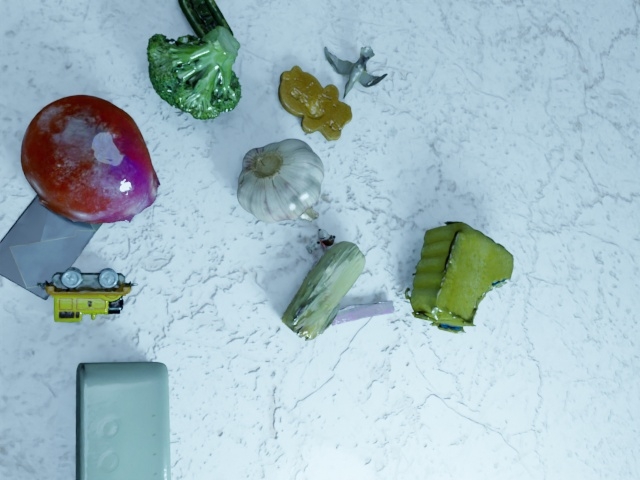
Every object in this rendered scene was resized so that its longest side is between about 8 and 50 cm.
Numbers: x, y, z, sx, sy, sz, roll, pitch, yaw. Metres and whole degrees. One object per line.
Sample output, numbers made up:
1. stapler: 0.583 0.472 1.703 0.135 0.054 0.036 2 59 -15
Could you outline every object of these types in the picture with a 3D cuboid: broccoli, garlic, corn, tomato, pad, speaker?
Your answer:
1. broccoli: -0.317 -0.444 1.389 0.269 0.242 0.261 32 46 -43
2. garlic: -0.082 -0.134 1.455 0.253 0.245 0.245 49 62 -47
3. corn: 0.010 0.135 1.452 0.122 0.123 0.305 30 69 15
4. tomato: -0.547 -0.192 1.271 0.290 0.176 0.334 -27 91 -22
5. pad: -0.655 0.000 1.284 0.164 0.004 0.243 33 70 -13
6. speaker: -0.439 0.471 1.188 0.184 0.183 0.405 1 79 -27

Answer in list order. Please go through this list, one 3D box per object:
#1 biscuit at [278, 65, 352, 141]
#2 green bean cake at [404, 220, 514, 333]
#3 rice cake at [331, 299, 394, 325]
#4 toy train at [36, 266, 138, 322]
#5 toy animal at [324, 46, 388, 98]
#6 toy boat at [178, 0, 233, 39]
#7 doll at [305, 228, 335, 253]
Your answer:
1. biscuit: -0.023 -0.405 1.590 0.249 0.035 0.184 34 69 -12
2. green bean cake: 0.400 0.127 1.582 0.285 0.202 0.309 32 71 -26
3. rice cake: 0.117 0.205 1.530 0.207 0.036 0.047 -6 75 -22
4. toy train: -0.544 0.127 1.260 0.220 0.089 0.127 2 92 -24
5. toy animal: 0.102 -0.510 1.628 0.219 0.095 0.155 25 68 -15
6. toy boat: -0.329 -0.637 1.505 0.104 0.052 0.210 -30 93 -21
7. doll: 0.003 0.006 1.522 0.058 0.040 0.085 36 64 2
